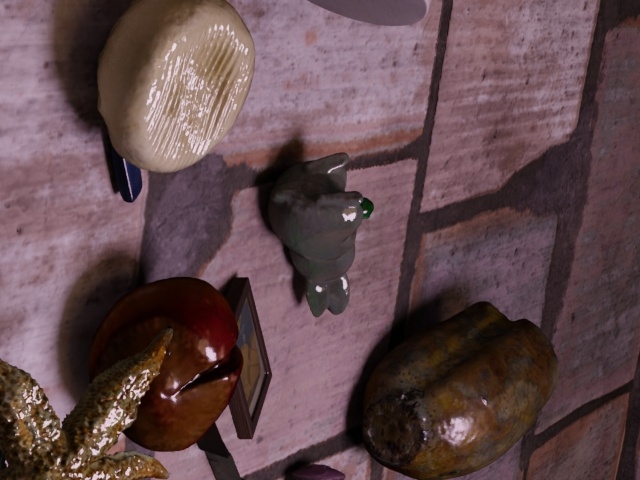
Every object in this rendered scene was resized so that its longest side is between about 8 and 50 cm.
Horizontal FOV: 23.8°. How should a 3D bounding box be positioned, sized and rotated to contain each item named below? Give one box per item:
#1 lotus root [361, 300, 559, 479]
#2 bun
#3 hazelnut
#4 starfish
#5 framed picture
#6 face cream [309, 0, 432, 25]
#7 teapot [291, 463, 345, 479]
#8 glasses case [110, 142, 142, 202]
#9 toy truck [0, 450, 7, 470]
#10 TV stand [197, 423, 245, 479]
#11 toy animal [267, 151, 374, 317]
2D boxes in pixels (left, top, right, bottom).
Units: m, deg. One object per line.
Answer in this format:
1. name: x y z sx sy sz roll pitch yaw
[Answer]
1. lotus root: 0.208 0.250 2.396 0.346 0.250 0.250 -23 123 -49
2. bun: -0.169 -0.180 1.633 0.222 0.127 0.222 -43 153 -28
3. hazelnut: -0.180 0.139 1.731 0.178 0.178 0.204 -38 134 -47
4. starfish: -0.274 0.248 1.546 0.347 0.078 0.358 -3 107 -46
5. framed picture: -0.099 0.151 1.953 0.128 0.023 0.168 -74 157 -52
6. face cream: 0.057 -0.387 1.818 0.218 0.218 0.179 42 66 -59
7. teapot: 0.003 0.398 2.219 0.148 0.116 0.146 4 90 -57
8. glasses case: -0.217 -0.084 1.686 0.033 0.023 0.083 -59 150 -49
9. toy truck: -0.337 0.239 1.584 0.081 0.067 0.175 -3 105 -58
10. TV stand: -0.129 0.259 1.980 0.040 0.049 0.256 -56 146 -34
11. toy animal: -0.003 -0.002 2.037 0.251 0.127 0.125 93 16 -50
